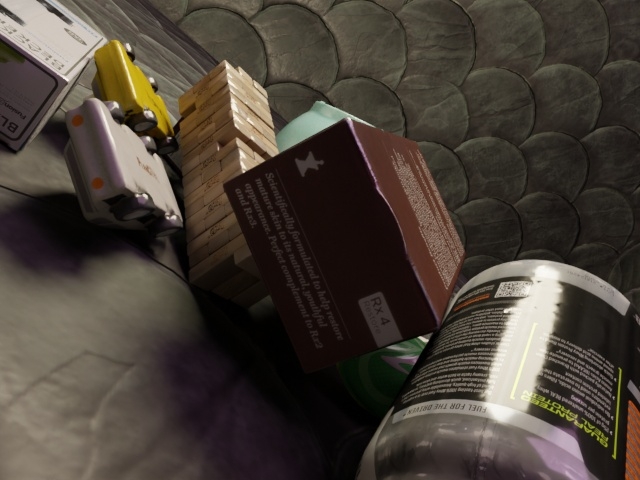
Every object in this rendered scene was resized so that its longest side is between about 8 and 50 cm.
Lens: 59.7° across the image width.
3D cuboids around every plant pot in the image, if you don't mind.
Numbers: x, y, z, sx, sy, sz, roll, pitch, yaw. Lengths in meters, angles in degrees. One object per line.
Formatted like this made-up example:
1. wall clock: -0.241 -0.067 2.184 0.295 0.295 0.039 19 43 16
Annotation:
1. plant pot: 0.027 -0.169 1.173 0.293 0.196 0.293 24 9 -4

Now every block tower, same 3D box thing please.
1. block tower: -0.104 -0.078 0.674 0.091 0.097 0.335 35 30 -45

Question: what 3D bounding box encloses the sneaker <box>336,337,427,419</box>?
1. sneaker: 0.147 0.201 0.618 0.295 0.109 0.123 42 -13 -4

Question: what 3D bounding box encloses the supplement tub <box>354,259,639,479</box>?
1. supplement tub: 0.149 0.161 0.432 0.193 0.193 0.316 44 38 5

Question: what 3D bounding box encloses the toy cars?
1. toy cars: -0.220 -0.106 0.605 0.394 0.087 0.176 -114 -176 -56

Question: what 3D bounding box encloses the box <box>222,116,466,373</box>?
1. box: 0.061 -0.012 0.641 0.191 0.143 0.381 67 17 1

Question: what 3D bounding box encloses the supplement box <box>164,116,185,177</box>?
1. supplement box: -0.142 -0.099 0.848 0.188 0.081 0.104 47 13 17

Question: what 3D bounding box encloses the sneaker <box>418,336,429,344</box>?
1. sneaker: 0.137 0.172 0.878 0.061 0.054 0.152 32 -8 15

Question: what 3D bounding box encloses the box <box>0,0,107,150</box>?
1. box: -0.342 -0.218 0.603 0.169 0.087 0.290 37 14 -25
